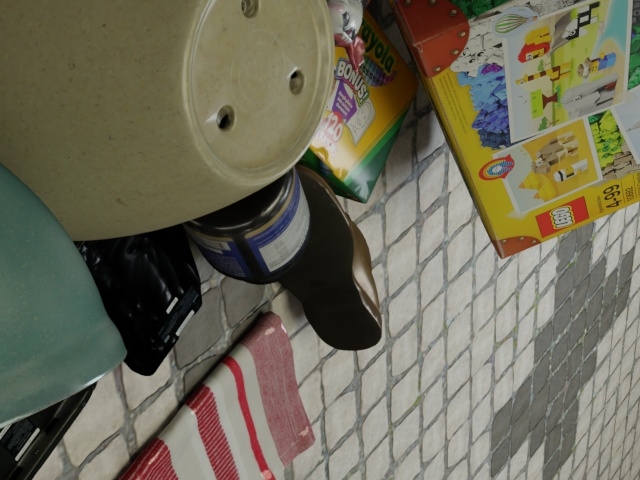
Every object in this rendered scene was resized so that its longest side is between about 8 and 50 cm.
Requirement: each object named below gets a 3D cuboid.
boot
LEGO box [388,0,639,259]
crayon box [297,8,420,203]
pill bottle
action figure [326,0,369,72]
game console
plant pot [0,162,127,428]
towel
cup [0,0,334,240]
[{"bbox_3d":[0.000,0.000,1.379,0.305,0.112,0.115,65,23,-46],"label":"boot"},{"bbox_3d":[0.302,-0.226,1.348,0.373,0.193,0.500,-24,149,7],"label":"LEGO box"},{"bbox_3d":[0.000,-0.170,1.265,0.278,0.081,0.165,39,72,-58],"label":"crayon box"},{"bbox_3d":[-0.074,-0.030,1.155,0.122,0.123,0.219,-62,166,-14],"label":"pill bottle"},{"bbox_3d":[0.035,-0.341,1.073,0.248,0.276,0.370,11,107,-27],"label":"action figure"},{"bbox_3d":[-0.240,0.108,1.076,0.361,0.044,0.213,-57,145,-24],"label":"game console"},{"bbox_3d":[-0.295,0.027,0.745,0.293,0.293,0.196,-25,101,-51],"label":"plant pot"},{"bbox_3d":[-0.124,0.270,1.360,0.329,0.037,0.237,-48,142,-33],"label":"towel"},{"bbox_3d":[-0.132,-0.142,0.880,0.331,0.237,0.331,-22,118,-48],"label":"cup"}]
